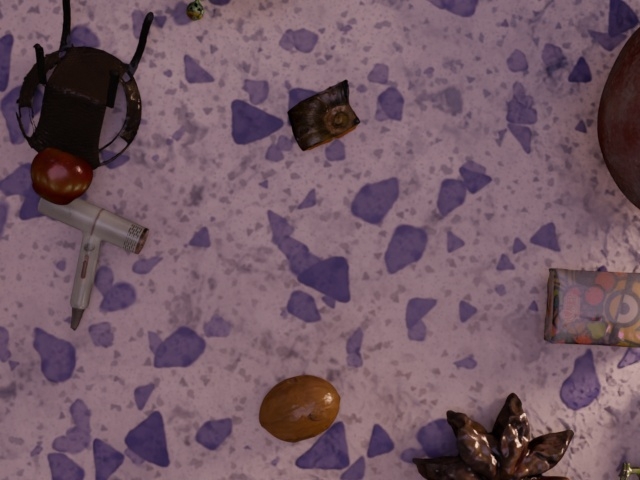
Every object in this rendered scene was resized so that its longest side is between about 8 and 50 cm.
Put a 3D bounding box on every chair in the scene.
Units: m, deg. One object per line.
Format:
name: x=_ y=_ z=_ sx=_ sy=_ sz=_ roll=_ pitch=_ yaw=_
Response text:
chair: x=-0.328 y=-0.214 z=1.546 sx=0.174 sy=0.149 sz=0.213 roll=19 pitch=132 yaw=-4

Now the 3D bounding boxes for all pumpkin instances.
pumpkin: x=0.006 y=-0.175 z=1.581 sx=0.101 sy=0.035 sz=0.073 roll=-23 pitch=80 yaw=2

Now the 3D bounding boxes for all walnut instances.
walnut: x=-0.029 y=0.239 z=1.573 sx=0.121 sy=0.052 sz=0.091 roll=-19 pitch=88 yaw=-3

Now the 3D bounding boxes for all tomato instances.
tomato: x=-0.354 y=-0.086 z=1.519 sx=0.087 sy=0.087 sz=0.075 roll=21 pitch=90 yaw=-2
tomato: x=0.525 y=-0.165 z=1.461 sx=0.317 sy=0.282 sz=0.316 roll=5 pitch=124 yaw=7

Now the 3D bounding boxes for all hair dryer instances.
hair dryer: x=-0.347 y=0.036 z=1.570 sx=0.155 sy=0.044 sz=0.183 roll=24 pitch=93 yaw=0

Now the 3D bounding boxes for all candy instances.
candy: x=-0.169 y=-0.351 z=1.581 sx=0.023 sy=0.025 sz=0.083 roll=26 pitch=79 yaw=-44

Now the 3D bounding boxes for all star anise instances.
star anise: x=0.259 y=0.336 z=1.558 sx=0.236 sy=0.109 sz=0.223 roll=-15 pitch=89 yaw=-3

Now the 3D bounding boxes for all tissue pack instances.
tissue pack: x=0.395 y=0.095 z=1.579 sx=0.148 sy=0.060 sz=0.108 roll=4 pitch=89 yaw=-2

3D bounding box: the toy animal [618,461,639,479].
toy animal: x=0.464 y=0.309 z=1.594 sx=0.075 sy=0.041 sz=0.217 roll=-5 pitch=87 yaw=-3
